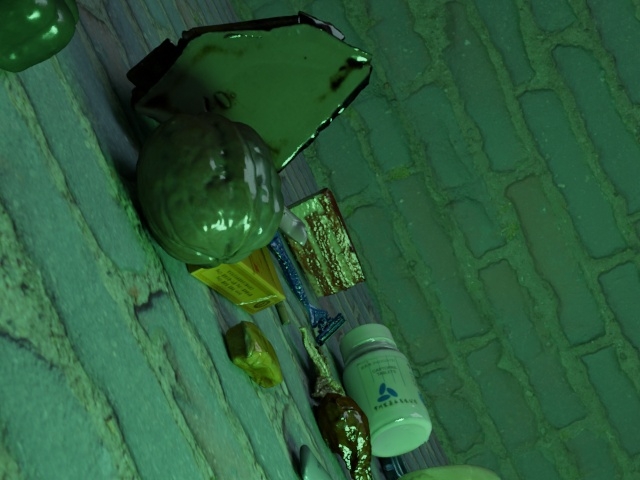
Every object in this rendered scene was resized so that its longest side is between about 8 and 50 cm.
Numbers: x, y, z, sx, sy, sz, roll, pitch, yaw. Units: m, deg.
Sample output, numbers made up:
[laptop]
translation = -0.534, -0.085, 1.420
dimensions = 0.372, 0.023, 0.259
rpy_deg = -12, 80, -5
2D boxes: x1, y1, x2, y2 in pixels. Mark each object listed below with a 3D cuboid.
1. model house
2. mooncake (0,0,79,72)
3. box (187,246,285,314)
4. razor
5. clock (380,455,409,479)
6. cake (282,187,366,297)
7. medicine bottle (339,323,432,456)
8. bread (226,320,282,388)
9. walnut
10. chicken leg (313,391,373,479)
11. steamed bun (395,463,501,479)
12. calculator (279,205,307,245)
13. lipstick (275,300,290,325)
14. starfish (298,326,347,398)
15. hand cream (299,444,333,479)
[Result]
[model house]
translation = -0.128, -0.271, 1.502
dimensions = 0.297, 0.317, 0.282
rpy_deg = 41, 2, -18
[mooncake]
translation = -0.344, -0.274, 0.997
dimensions = 0.168, 0.104, 0.175
rpy_deg = 49, 13, -46
[box]
translation = -0.156, 0.005, 1.507
dimensions = 0.274, 0.076, 0.174
rpy_deg = 49, 19, -66
[razor]
translation = -0.058, 0.090, 2.063
dimensions = 0.056, 0.093, 0.324
rpy_deg = -2, -54, 53
[clock]
translation = 0.180, 0.556, 2.209
dimensions = 0.147, 0.045, 0.108
rpy_deg = 56, 11, -47
[cake]
translation = 0.000, 0.000, 2.345
dimensions = 0.159, 0.158, 0.262
rpy_deg = -87, 154, -73
[medicine bottle]
translation = 0.145, 0.351, 2.149
dimensions = 0.170, 0.170, 0.293
rpy_deg = 57, 9, -47
[bread]
translation = -0.100, 0.179, 1.412
dimensions = 0.132, 0.053, 0.074
rpy_deg = 59, 9, -52
[walnut]
translation = -0.157, -0.074, 1.280
dimensions = 0.224, 0.224, 0.224
rpy_deg = 63, 7, -15
[chicken leg]
translation = 0.075, 0.431, 1.738
dimensions = 0.113, 0.093, 0.304
rpy_deg = -176, -115, -83
[steamed bun]
translation = 0.315, 0.637, 2.041
dimensions = 0.290, 0.272, 0.273
rpy_deg = 65, 7, 34
[calculator]
translation = -0.140, -0.091, 1.624
dimensions = 0.294, 0.043, 0.194
rpy_deg = 33, -6, 48
[lipstick]
translation = -0.083, 0.128, 1.843
dimensions = 0.094, 0.019, 0.019
rpy_deg = 68, 8, 25
[starfish]
translation = 0.022, 0.310, 1.885
dimensions = 0.231, 0.048, 0.295
rpy_deg = -4, 70, -82
[hand cream]
translation = 0.029, 0.445, 1.487
dimensions = 0.255, 0.048, 0.079
rpy_deg = 60, 6, -22
